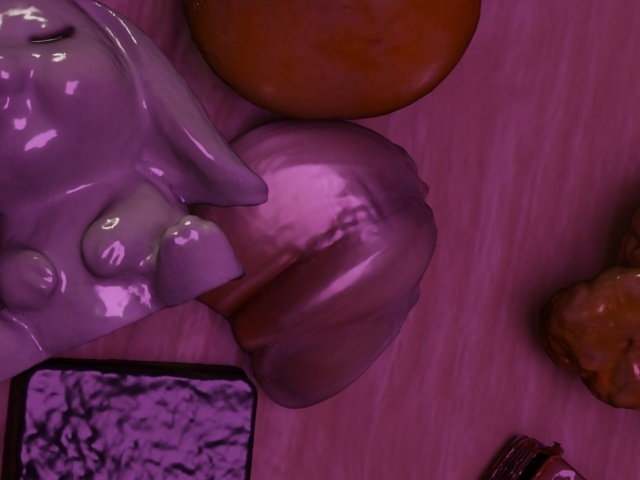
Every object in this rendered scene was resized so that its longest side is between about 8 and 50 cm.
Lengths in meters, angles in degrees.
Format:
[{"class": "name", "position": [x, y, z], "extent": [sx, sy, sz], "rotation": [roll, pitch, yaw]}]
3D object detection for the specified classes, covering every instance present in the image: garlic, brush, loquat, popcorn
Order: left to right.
[{"class": "brush", "position": [-0.149, 0.159, 0.945], "extent": [0.197, 0.059, 0.123], "rotation": [5, 89, -19]}, {"class": "garlic", "position": [0.000, 0.000, 0.968], "extent": [0.228, 0.110, 0.217], "rotation": [-43, 101, -13]}, {"class": "loquat", "position": [0.005, -0.202, 0.897], "extent": [0.235, 0.235, 0.235], "rotation": [-1, 92, -19]}, {"class": "popcorn", "position": [0.361, 0.055, 1.042], "extent": [0.332, 0.225, 0.265], "rotation": [1, 97, -7]}]

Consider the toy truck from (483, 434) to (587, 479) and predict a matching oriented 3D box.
[{"class": "toy truck", "position": [0.238, 0.263, 1.066], "extent": [0.192, 0.092, 0.083], "rotation": [42, 80, -15]}]

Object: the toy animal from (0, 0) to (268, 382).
[{"class": "toy animal", "position": [-0.196, -0.053, 0.863], "extent": [0.272, 0.206, 0.265], "rotation": [-25, 88, 6]}]
